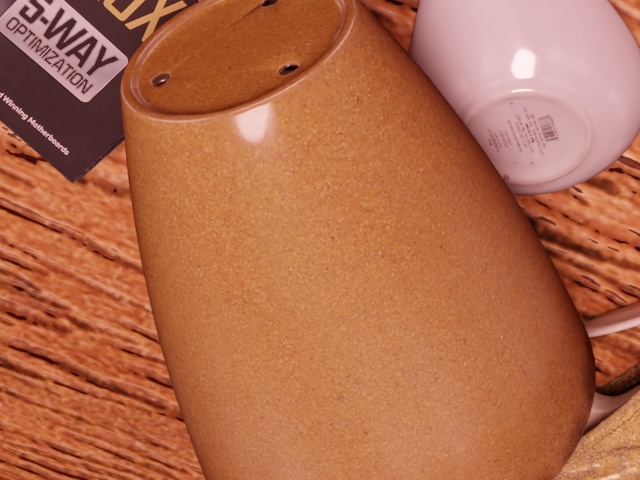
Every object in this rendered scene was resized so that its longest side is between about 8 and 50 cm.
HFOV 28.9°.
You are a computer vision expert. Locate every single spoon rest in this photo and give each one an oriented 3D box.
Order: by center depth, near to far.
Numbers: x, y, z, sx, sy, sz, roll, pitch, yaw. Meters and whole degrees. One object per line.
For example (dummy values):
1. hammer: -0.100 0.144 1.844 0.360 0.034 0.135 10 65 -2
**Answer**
1. spoon rest: 0.096 -0.127 0.668 0.137 0.084 0.276 -9 137 18

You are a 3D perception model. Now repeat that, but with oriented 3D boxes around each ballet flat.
1. ballet flat: 0.167 0.124 0.815 0.123 0.123 0.348 41 123 -19

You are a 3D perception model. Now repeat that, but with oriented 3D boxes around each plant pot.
1. plant pot: 0.000 0.000 0.650 0.237 0.237 0.254 -11 129 18

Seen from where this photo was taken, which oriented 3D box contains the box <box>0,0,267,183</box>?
1. box: -0.161 -0.210 0.642 0.242 0.076 0.307 -37 112 29
